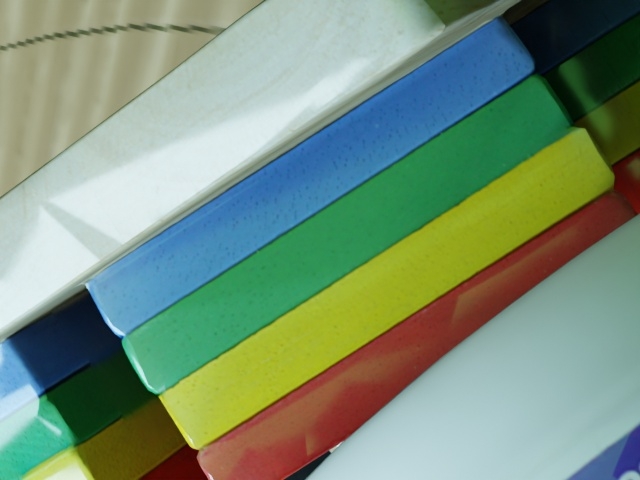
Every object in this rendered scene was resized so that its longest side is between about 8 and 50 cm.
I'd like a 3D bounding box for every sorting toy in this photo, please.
[{"bbox_3d":[0.000,0.000,0.514,0.255,0.257,0.089,-33,90,33],"label":"sorting toy"}]

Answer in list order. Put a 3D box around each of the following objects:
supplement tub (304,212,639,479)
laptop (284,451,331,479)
[{"bbox_3d":[0.152,0.159,0.410,0.241,0.241,0.331,-43,71,21],"label":"supplement tub"},{"bbox_3d":[0.149,0.237,0.672,0.382,0.236,0.408,-18,80,23],"label":"laptop"}]
